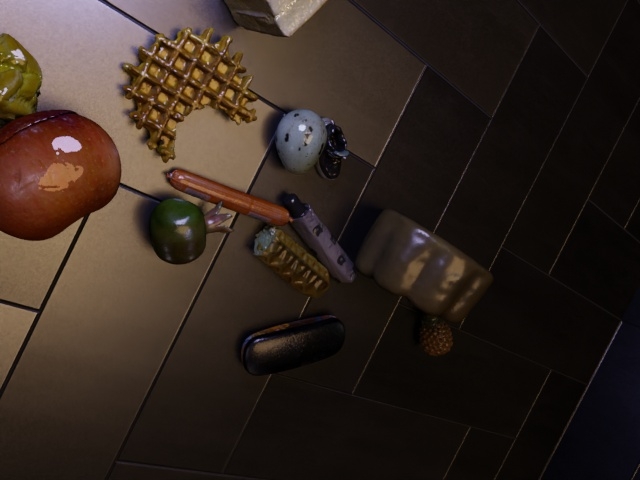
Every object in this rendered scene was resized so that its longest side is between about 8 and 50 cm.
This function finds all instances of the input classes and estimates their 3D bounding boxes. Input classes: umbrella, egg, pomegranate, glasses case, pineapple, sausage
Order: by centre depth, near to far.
[{"bbox_3d":[-0.305,-0.031,1.361,0.191,0.131,0.152,-23,138,-27],"label":"pomegranate"},{"bbox_3d":[-0.215,-0.100,1.430,0.348,0.053,0.053,19,96,-31],"label":"sausage"},{"bbox_3d":[-0.047,-0.246,1.453,0.131,0.131,0.164,-13,124,-29],"label":"egg"},{"bbox_3d":[0.000,0.000,1.603,0.337,0.073,0.067,52,34,-33],"label":"umbrella"},{"bbox_3d":[-0.072,0.297,1.655,0.321,0.082,0.122,-9,110,-28],"label":"glasses case"},{"bbox_3d":[0.370,0.237,1.900,0.130,0.119,0.277,-17,115,-6],"label":"pineapple"}]

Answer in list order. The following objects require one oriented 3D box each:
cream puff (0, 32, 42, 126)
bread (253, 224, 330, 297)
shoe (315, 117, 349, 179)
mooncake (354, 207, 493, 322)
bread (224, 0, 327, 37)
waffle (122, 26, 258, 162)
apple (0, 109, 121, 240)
[{"bbox_3d":[-0.620,-0.295,1.045,0.221,0.195,0.194,-7,110,-35],"label":"cream puff"},{"bbox_3d":[-0.069,0.065,1.573,0.087,0.098,0.269,-26,131,27],"label":"bread"},{"bbox_3d":[0.036,-0.234,1.526,0.071,0.099,0.169,-20,117,-28],"label":"shoe"},{"bbox_3d":[0.281,0.080,1.634,0.378,0.378,0.200,30,96,-36],"label":"mooncake"},{"bbox_3d":[-0.070,-0.566,1.261,0.246,0.239,0.111,-45,130,-10],"label":"bread"},{"bbox_3d":[-0.295,-0.338,1.301,0.293,0.069,0.259,-28,117,-19],"label":"waffle"},{"bbox_3d":[-0.519,-0.120,1.113,0.272,0.252,0.206,-35,97,-24],"label":"apple"}]
